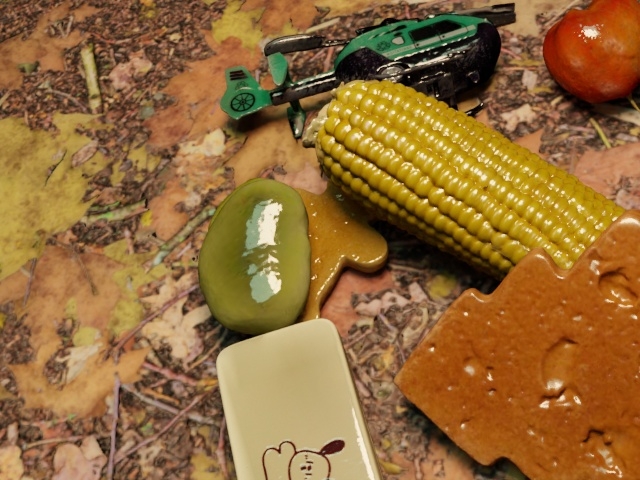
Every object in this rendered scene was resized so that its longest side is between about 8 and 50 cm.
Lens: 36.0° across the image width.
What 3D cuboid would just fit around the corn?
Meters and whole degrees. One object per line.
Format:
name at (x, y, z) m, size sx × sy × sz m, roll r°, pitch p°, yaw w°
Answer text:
corn at (0.163, -0.044, 0.996) m, size 0.387 × 0.144 × 0.144 m, roll 28°, pitch 68°, yaw 17°

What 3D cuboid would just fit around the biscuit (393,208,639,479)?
biscuit at (0.217, 0.118, 0.894) m, size 0.306 × 0.043 × 0.284 m, roll -4°, pitch 91°, yaw 22°

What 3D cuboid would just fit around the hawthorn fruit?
hawthorn fruit at (0.312, -0.207, 1.103) m, size 0.125 × 0.140 × 0.125 m, roll -8°, pitch 24°, yaw 3°

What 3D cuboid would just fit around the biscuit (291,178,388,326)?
biscuit at (0.000, 0.001, 1.091) m, size 0.158 × 0.035 × 0.240 m, roll 34°, pitch 72°, yaw 28°

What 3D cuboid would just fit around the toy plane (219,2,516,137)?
toy plane at (0.063, -0.205, 1.175) m, size 0.382 × 0.106 × 0.155 m, roll -16°, pitch 49°, yaw 5°

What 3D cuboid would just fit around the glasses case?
glasses case at (-0.007, 0.230, 0.923) m, size 0.131 × 0.070 × 0.313 m, roll -18°, pitch 55°, yaw 3°

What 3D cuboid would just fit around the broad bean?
broad bean at (-0.068, 0.012, 1.033) m, size 0.124 × 0.082 × 0.174 m, roll -1°, pitch 58°, yaw 18°
